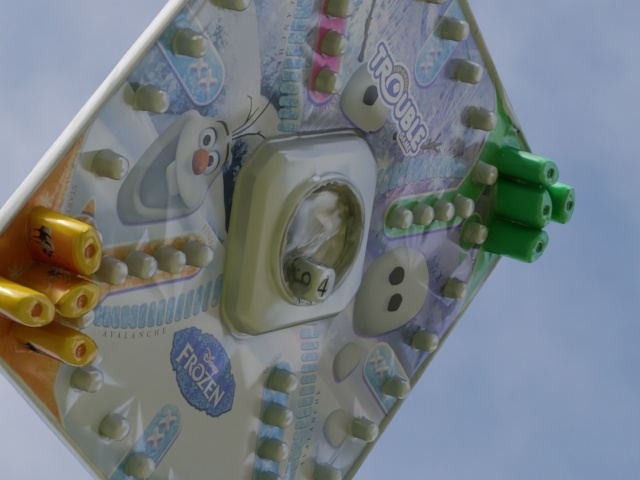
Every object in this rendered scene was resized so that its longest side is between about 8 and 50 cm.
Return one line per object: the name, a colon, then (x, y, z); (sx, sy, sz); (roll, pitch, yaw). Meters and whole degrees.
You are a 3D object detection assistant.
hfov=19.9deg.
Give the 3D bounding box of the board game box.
board game box: (0.000, 0.000, 1.093); (0.050, 0.390, 0.390); (20, -26, 36)
